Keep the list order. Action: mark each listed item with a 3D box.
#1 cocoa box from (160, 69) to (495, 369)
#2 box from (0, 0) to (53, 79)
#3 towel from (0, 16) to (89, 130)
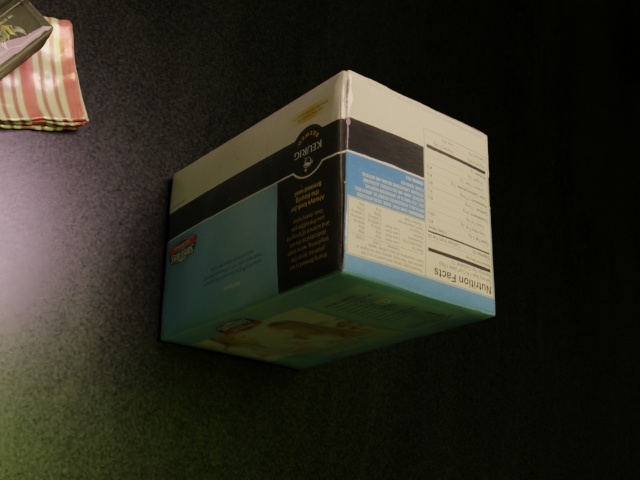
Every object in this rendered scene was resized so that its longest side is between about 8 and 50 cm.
[{"bbox_3d":[0.000,0.000,1.112,0.231,0.347,0.228,17,64,-36],"label":"cocoa box"},{"bbox_3d":[-0.429,-0.221,1.004,0.183,0.056,0.231,46,57,-12],"label":"box"},{"bbox_3d":[-0.368,-0.200,1.092,0.197,0.029,0.144,-2,74,-41],"label":"towel"}]
